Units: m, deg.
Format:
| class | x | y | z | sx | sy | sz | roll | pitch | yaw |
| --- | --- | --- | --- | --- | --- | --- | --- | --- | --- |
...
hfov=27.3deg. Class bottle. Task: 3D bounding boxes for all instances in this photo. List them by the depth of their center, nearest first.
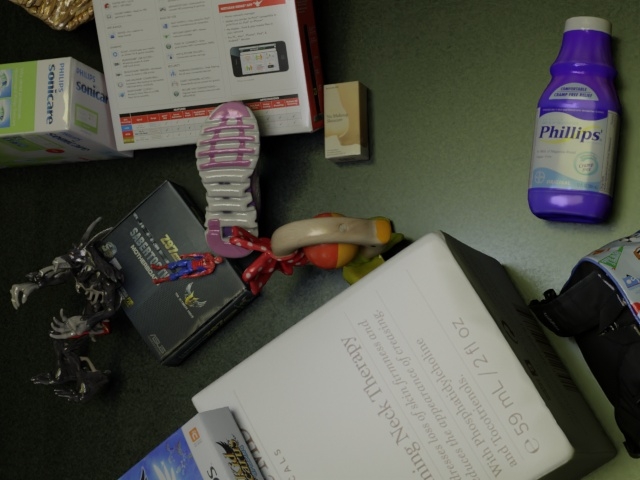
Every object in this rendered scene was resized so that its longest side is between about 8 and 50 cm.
| class | x | y | z | sx | sy | sz | roll | pitch | yaw |
| --- | --- | --- | --- | --- | --- | --- | --- | --- | --- |
| bottle | 0.360 | -0.168 | 1.838 | 0.118 | 0.092 | 0.283 | 5 | 84 | 23 |

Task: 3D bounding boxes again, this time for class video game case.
| class | x | y | z | sx | sy | sz | roll | pitch | yaw |
| --- | --- | --- | --- | --- | --- | --- | --- | --- | --- |
| video game case | -0.161 | 0.380 | 1.658 | 0.269 | 0.061 | 0.244 | -41 | 67 | 34 |

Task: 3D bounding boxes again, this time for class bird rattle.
| class | x | y | z | sx | sy | sz | roll | pitch | yaw |
| --- | --- | --- | --- | --- | --- | --- | --- | --- | --- |
| bird rattle | 0.000 | 0.000 | 1.876 | 0.253 | 0.207 | 0.143 | 9 | 71 | -11 |

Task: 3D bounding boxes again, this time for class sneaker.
| class | x | y | z | sx | sy | sz | roll | pitch | yaw |
| --- | --- | --- | --- | --- | --- | --- | --- | --- | --- |
| sneaker | -0.130 | -0.098 | 1.981 | 0.095 | 0.104 | 0.237 | 4 | 110 | 8 |

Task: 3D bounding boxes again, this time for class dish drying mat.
| class | x | y | z | sx | sy | sz | roll | pitch | yaw |
| --- | --- | --- | --- | --- | --- | --- | --- | --- | --- |
| dish drying mat | -0.375 | 0.138 | 2.115 | 0.083 | 0.008 | 0.032 | -8 | 80 | 19 |

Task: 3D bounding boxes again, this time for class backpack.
| class | x | y | z | sx | sy | sz | roll | pitch | yaw |
| --- | --- | --- | --- | --- | --- | --- | --- | --- | --- |
| backpack | 0.424 | 0.111 | 1.681 | 0.213 | 0.263 | 0.277 | -32 | 71 | -3 |

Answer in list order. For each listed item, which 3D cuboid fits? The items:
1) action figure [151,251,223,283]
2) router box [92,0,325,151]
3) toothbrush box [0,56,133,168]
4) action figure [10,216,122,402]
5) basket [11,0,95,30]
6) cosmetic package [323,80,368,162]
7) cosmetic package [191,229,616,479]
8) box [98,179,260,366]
| class | x | y | z | sx | sy | sz | roll | pitch | yaw |
| --- | --- | --- | --- | --- | --- | --- | --- | --- | --- |
| action figure | -0.200 | 0.040 | 1.990 | 0.115 | 0.030 | 0.038 | -13 | 72 | 16 |
| router box | -0.172 | -0.302 | 2.014 | 0.335 | 0.082 | 0.301 | -3 | 101 | 20 |
| toothbrush box | -0.467 | -0.198 | 2.096 | 0.283 | 0.206 | 0.122 | -4 | 80 | 19 |
| action figure | -0.381 | 0.105 | 2.010 | 0.164 | 0.140 | 0.276 | 27 | 115 | 46 |
| basket | -0.392 | -0.500 | 2.177 | 0.213 | 0.223 | 0.299 | 33 | 94 | -11 |
| cosmetic package | 0.039 | -0.178 | 1.990 | 0.060 | 0.041 | 0.115 | -6 | 80 | 20 |
| cosmetic package | 0.120 | 0.244 | 1.740 | 0.393 | 0.327 | 0.329 | -35 | 71 | 13 |
| box | -0.231 | 0.051 | 2.046 | 0.183 | 0.059 | 0.233 | -40 | 70 | 10 |
